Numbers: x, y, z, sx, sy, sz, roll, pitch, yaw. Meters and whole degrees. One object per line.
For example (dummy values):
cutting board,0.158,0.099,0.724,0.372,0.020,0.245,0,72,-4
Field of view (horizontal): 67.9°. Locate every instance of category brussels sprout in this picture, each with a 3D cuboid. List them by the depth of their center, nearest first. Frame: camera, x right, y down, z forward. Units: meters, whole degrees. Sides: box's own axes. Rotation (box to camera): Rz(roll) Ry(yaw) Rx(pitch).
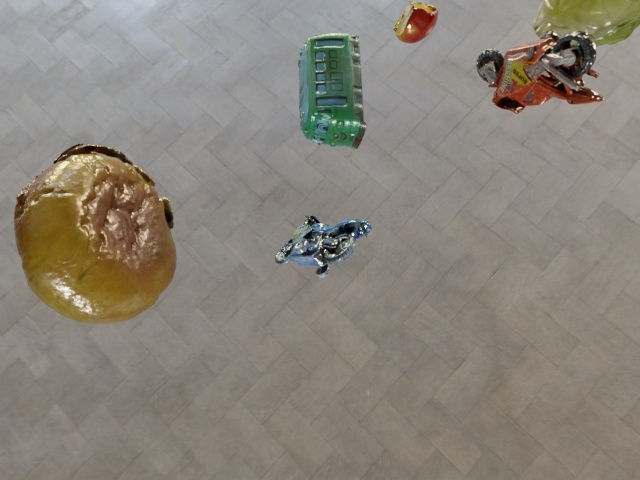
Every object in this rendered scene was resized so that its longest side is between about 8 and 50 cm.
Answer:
brussels sprout,0.812,-0.724,1.444,0.317,0.243,0.273,-6,94,25

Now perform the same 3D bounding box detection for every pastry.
pastry,-0.421,-0.008,0.931,0.164,0.356,0.355,-8,73,16

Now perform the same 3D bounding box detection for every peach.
peach,0.314,-0.714,1.564,0.119,0.151,0.151,26,77,-14

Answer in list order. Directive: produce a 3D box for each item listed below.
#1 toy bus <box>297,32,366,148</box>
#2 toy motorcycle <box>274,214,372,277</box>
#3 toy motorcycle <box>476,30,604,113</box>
toy bus,0.031,-0.468,1.494,0.200,0.183,0.343,0,72,-9
toy motorcycle,0.000,0.000,1.032,0.255,0.092,0.135,-3,46,49
toy motorcycle,0.484,-0.373,1.077,0.089,0.298,0.171,-26,113,-24
